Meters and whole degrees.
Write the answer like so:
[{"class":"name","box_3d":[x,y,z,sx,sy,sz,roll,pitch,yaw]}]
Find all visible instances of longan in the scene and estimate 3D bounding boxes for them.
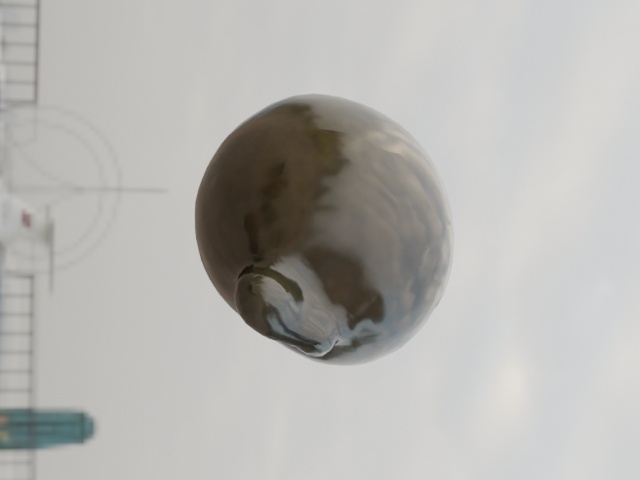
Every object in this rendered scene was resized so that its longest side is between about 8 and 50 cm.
[{"class":"longan","box_3d":[0.000,0.000,0.580,0.119,0.106,0.106,-63,167,-53]}]
